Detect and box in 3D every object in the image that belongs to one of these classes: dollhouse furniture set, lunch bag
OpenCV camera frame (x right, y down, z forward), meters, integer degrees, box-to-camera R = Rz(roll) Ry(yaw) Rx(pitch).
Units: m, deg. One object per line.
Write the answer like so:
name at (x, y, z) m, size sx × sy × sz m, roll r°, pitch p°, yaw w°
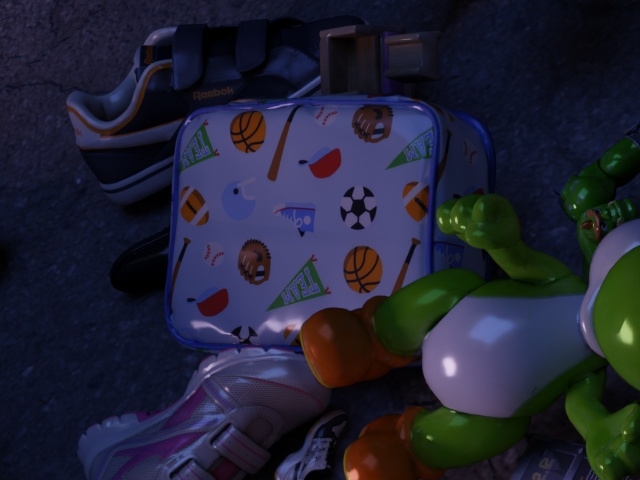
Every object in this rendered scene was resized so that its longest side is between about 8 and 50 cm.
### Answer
dollhouse furniture set at (0.171, -0.269, 1.602) m, size 0.303 × 0.198 × 0.287 m, roll -4°, pitch 87°, yaw 44°
lunch bag at (0.000, 0.000, 1.525) m, size 0.303 × 0.115 × 0.243 m, roll 0°, pitch 87°, yaw 36°

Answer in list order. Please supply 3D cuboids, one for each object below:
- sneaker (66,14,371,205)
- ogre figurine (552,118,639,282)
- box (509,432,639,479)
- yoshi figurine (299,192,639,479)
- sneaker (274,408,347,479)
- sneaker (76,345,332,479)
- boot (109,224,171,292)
sneaker at (-0.103, -0.157, 1.754) m, size 0.321 × 0.127 × 0.126 m, roll -28°, pitch 23°, yaw 10°
ogre figurine at (0.263, -0.005, 1.413) m, size 0.118 × 0.097 × 0.197 m, roll -20°, pitch 76°, yaw 2°
box at (0.184, 0.262, 1.254) m, size 0.183 × 0.056 × 0.231 m, roll 10°, pitch 60°, yaw 41°
yoshi figurine at (0.164, 0.072, 1.257) m, size 0.362 × 0.203 × 0.203 m, roll -21°, pitch 42°, yaw 21°
sneaker at (0.000, 0.179, 1.479) m, size 0.037 × 0.032 × 0.083 m, roll 33°, pitch 78°, yaw 30°
sneaker at (-0.092, 0.179, 1.489) m, size 0.252 × 0.103 × 0.111 m, roll -32°, pitch 44°, yaw 24°
boot at (-0.139, 0.037, 1.688) m, size 0.121 × 0.045 × 0.099 m, roll -33°, pitch 48°, yaw 8°
